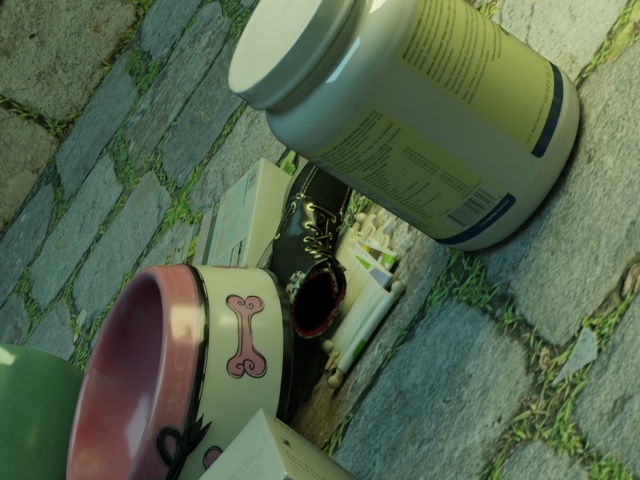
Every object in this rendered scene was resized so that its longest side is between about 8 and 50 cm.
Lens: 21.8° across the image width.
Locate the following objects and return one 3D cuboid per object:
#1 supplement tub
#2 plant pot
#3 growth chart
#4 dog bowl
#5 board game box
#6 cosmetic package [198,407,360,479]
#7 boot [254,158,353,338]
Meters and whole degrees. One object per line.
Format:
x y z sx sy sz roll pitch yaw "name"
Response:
0.089 -0.159 1.780 0.235 0.325 0.235 -46 24 28 "supplement tub"
-0.510 0.318 2.540 0.293 0.293 0.235 -33 46 48 "plant pot"
0.037 0.062 2.018 0.172 0.021 0.237 -54 22 11 "growth chart"
-0.183 0.211 2.007 0.408 0.150 0.408 -50 30 45 "dog bowl"
-0.145 0.062 2.316 0.303 0.097 0.224 -40 27 36 "board game box"
-0.039 0.293 1.664 0.151 0.151 0.184 -50 18 5 "cosmetic package"
0.001 0.002 2.040 0.236 0.085 0.178 -64 21 4 "boot"
